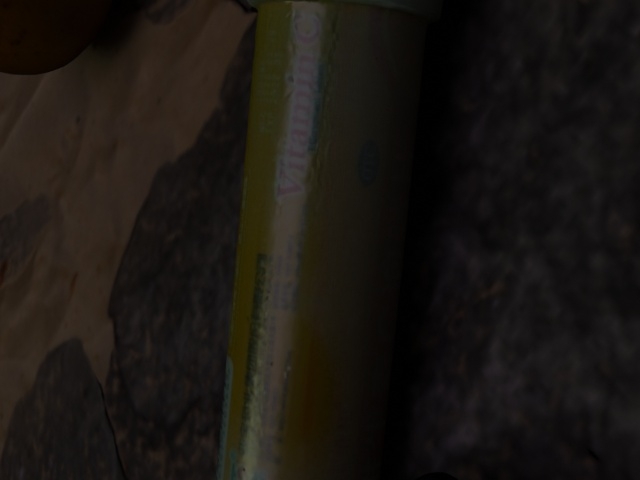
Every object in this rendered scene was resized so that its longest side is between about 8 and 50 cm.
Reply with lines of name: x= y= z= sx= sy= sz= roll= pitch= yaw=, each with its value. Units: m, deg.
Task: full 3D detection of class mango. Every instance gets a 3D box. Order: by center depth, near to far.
mango: x=-0.156 y=-0.163 z=0.597 sx=0.115 sy=0.089 sz=0.165 roll=-36 pitch=58 yaw=38

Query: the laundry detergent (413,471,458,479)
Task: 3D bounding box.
laundry detergent: x=0.089 y=0.147 z=0.310 sx=0.225 sy=0.070 sz=0.099 roll=42 pitch=123 yaw=41

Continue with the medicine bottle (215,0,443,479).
medicine bottle: x=0.000 y=0.000 z=0.425 sx=0.074 sy=0.074 sz=0.218 roll=9 pitch=95 yaw=48
